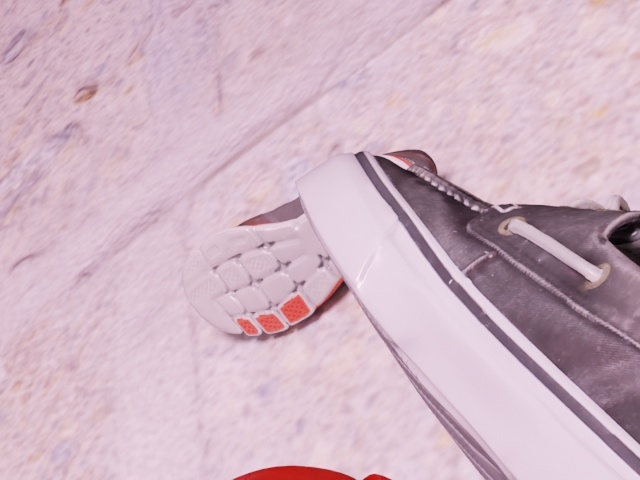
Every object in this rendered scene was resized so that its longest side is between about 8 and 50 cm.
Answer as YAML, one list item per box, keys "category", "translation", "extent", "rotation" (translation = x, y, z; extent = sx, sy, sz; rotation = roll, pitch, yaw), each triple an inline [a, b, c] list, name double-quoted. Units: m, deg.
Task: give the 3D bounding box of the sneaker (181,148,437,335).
- category: "sneaker"
  translation: [0.000, 0.000, 1.029]
  extent: [0.158, 0.061, 0.065]
  rotation: [-25, 7, 30]

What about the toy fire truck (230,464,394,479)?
- category: "toy fire truck"
  translation: [-0.065, 0.172, 0.629]
  extent: [0.158, 0.246, 0.217]
  rotation: [-44, 25, 54]

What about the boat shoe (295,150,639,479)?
- category: "boat shoe"
  translation: [0.103, 0.043, 0.782]
  extent: [0.119, 0.121, 0.335]
  rotation: [-38, 39, -4]
